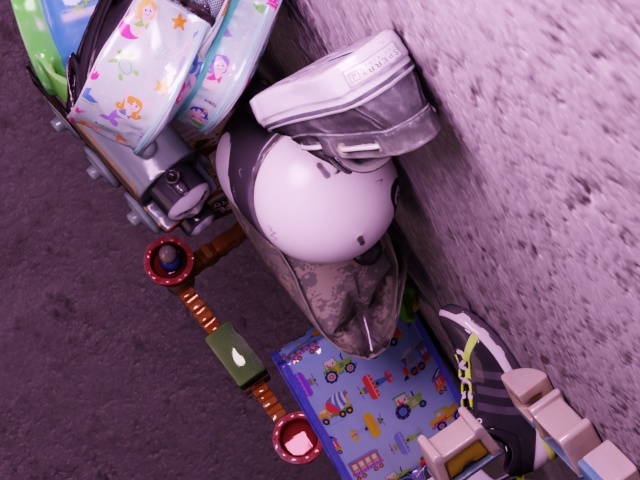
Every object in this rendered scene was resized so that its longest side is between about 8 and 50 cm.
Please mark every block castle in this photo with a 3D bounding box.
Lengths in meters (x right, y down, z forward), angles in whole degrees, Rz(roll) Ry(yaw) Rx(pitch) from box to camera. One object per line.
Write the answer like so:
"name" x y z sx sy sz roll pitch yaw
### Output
"block castle" -0.054 0.123 2.418 0.453 0.303 0.213 53 173 14

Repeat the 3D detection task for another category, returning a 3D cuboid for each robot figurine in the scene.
"robot figurine" -0.017 -0.080 1.656 0.209 0.174 0.278 11 -165 -24

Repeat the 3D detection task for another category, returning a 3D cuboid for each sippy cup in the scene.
"sippy cup" -0.250 -0.313 1.757 0.240 0.224 0.305 -94 -10 -86

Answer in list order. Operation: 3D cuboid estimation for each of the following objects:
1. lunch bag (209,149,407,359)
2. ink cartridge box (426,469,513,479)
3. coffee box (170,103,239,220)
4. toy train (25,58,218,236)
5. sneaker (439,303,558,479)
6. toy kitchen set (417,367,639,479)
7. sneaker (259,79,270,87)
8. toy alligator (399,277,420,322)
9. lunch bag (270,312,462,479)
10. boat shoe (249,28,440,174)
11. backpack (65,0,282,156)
"lunch bag" 0.000 0.000 1.952 0.287 0.169 0.235 63 173 -29
"ink cartridge box" 0.164 0.391 2.152 0.072 0.307 0.303 57 175 13
"coffee box" -0.178 -0.151 2.255 0.297 0.168 0.119 49 -161 -64
"toy train" -0.267 -0.146 1.962 0.334 0.142 0.190 50 173 8
"sneaker" 0.200 0.187 1.738 0.235 0.097 0.084 55 174 4
"toy kitchen set" 0.234 0.266 1.577 0.207 0.166 0.122 49 171 49
"sneaker" -0.076 -0.177 2.129 0.070 0.051 0.134 58 171 19
"toy alligator" 0.098 0.059 2.097 0.190 0.056 0.051 -132 51 -58
"lunch bag" 0.094 0.250 2.226 0.293 0.221 0.138 61 174 -8
"boat shoe" 0.019 -0.115 1.376 0.119 0.121 0.335 60 171 -8
"backpack" -0.162 -0.213 1.542 0.191 0.253 0.225 32 162 -11
